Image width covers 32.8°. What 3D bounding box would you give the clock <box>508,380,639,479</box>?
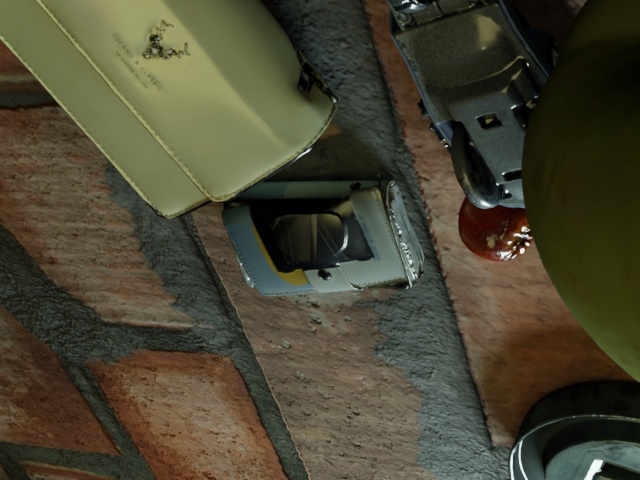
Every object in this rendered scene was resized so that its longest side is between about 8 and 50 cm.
[{"bbox_3d":[0.406,0.308,1.419,0.318,0.066,0.319,14,136,14],"label":"clock"}]

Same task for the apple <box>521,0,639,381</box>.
[{"bbox_3d":[0.393,-0.058,0.787,0.473,0.474,0.474,14,137,14],"label":"apple"}]

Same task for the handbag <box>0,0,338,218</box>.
[{"bbox_3d":[-0.174,-0.215,1.127,0.236,0.160,0.358,-24,118,33],"label":"handbag"}]

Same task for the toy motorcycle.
[{"bbox_3d":[0.150,-0.181,0.965,0.125,0.213,0.358,-11,130,34],"label":"toy motorcycle"}]

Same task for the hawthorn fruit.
[{"bbox_3d":[0.191,-0.022,1.191,0.093,0.093,0.093,14,137,14],"label":"hawthorn fruit"}]

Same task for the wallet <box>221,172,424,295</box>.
[{"bbox_3d":[0.000,0.000,1.319,0.231,0.069,0.170,-1,126,27],"label":"wallet"}]
